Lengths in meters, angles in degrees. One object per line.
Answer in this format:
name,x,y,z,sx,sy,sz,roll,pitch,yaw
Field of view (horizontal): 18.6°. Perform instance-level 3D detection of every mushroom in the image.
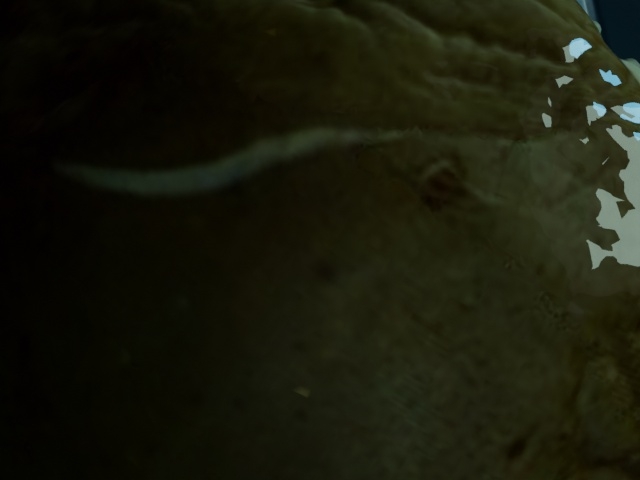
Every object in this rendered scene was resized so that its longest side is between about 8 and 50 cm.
mushroom,-0.006,-0.022,0.594,0.302,0.233,0.208,-87,169,-50
